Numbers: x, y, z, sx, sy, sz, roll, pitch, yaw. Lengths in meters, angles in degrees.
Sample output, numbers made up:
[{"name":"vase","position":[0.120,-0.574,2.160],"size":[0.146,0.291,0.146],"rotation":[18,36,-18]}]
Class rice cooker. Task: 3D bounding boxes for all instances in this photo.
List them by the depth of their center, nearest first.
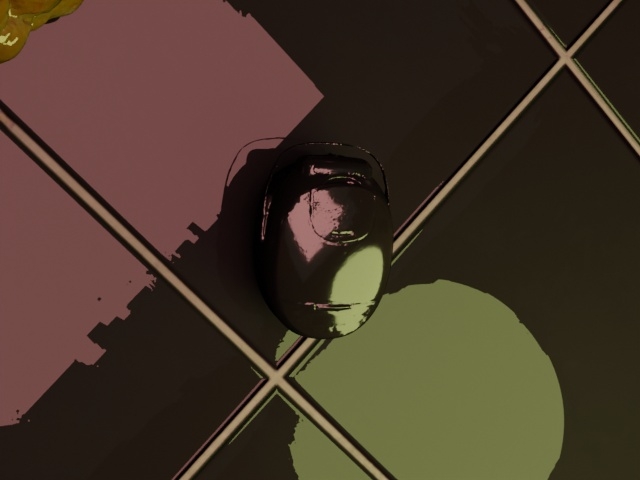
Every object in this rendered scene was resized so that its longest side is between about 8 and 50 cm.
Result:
[{"name":"rice cooker","position":[0.000,-0.001,1.184],"size":[0.142,0.118,0.203],"rotation":[3,96,-21]}]

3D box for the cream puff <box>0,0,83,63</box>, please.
[{"name":"cream puff","position":[-0.316,-0.311,0.954],"size":[0.291,0.257,0.324],"rotation":[-1,97,-17]}]
